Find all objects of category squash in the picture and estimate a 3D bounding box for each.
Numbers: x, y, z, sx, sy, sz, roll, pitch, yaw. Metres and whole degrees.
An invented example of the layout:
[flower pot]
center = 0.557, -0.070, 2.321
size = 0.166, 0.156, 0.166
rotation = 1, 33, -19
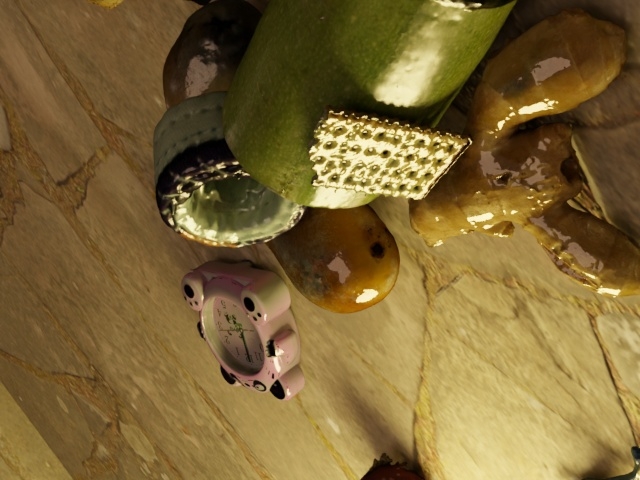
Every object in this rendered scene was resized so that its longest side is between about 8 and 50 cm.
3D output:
[squash]
center = 0.058, -0.248, 1.284
size = 0.263, 0.263, 0.384
rotation = 48, 140, 13

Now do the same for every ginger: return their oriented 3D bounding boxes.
[ginger]
center = 0.228, -0.101, 1.311
size = 0.348, 0.122, 0.363
rotation = 3, 126, 36

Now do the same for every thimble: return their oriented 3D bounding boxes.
[thimble]
center = -0.118, -0.101, 1.485
size = 0.237, 0.237, 0.150
rotation = 130, 141, -49

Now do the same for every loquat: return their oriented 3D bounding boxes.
[loquat]
center = -0.145, -0.250, 1.560
size = 0.179, 0.179, 0.227
rotation = 38, 125, 23

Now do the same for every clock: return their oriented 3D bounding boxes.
[clock]
center = -0.130, 0.162, 1.881
size = 0.227, 0.090, 0.248
rotation = 8, 121, 44

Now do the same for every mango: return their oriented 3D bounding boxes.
[mango]
center = 0.000, 0.000, 1.605
size = 0.316, 0.146, 0.193
rotation = 30, 132, 51

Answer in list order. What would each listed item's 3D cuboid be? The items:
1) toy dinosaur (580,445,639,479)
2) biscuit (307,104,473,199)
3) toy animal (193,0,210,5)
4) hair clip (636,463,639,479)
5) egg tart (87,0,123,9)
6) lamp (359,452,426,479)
[toy dinosaur]
center = 0.408, 0.403, 1.489
size = 0.188, 0.075, 0.247
rotation = -7, 103, 41
[biscuit]
center = 0.070, -0.100, 1.263
size = 0.144, 0.203, 0.016
rotation = -53, 39, 46
[toy animal]
center = -0.189, -0.486, 1.482
size = 0.168, 0.106, 0.343
rotation = 46, 148, 15
[hair clip]
center = 0.506, 0.356, 1.349
size = 0.218, 0.071, 0.159
rotation = 44, 136, 8
[egg tart]
center = -0.360, -0.517, 1.661
size = 0.291, 0.107, 0.291
rotation = 29, 132, 38
[lamp]
center = 0.122, 0.460, 1.766
size = 0.156, 0.157, 0.135
rotation = 37, 157, 5
